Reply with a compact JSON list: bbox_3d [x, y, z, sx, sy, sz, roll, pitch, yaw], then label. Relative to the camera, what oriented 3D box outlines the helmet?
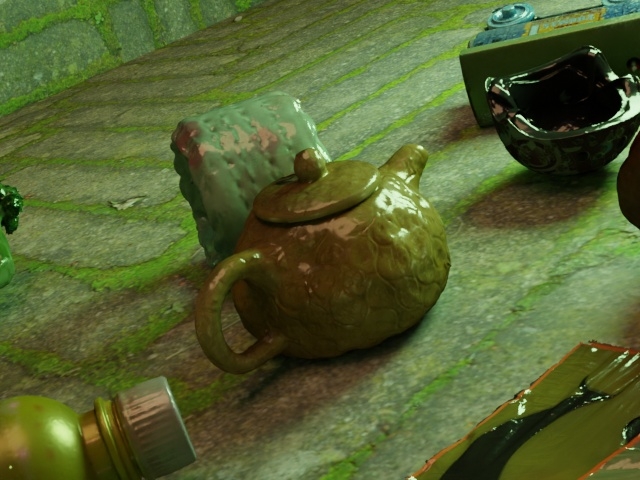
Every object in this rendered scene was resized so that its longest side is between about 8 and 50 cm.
[{"bbox_3d":[0.269,-0.125,1.067,0.153,0.107,0.177,-17,40,-6],"label":"helmet"}]

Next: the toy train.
[{"bbox_3d":[0.339,-0.253,1.304,0.299,0.131,0.202,-8,30,24],"label":"toy train"}]

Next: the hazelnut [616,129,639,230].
[{"bbox_3d":[0.349,-0.072,0.763,0.181,0.181,0.212,-59,22,-12],"label":"hazelnut"}]

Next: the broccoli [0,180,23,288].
[{"bbox_3d":[-0.501,0.014,1.176,0.245,0.265,0.294,17,61,15],"label":"broccoli"}]

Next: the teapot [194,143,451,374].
[{"bbox_3d":[0.000,0.000,0.874,0.203,0.167,0.311,7,32,46],"label":"teapot"}]

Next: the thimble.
[{"bbox_3d":[-0.075,-0.057,1.073,0.149,0.185,0.211,-21,-13,-13],"label":"thimble"}]

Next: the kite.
[{"bbox_3d":[0.202,0.148,0.569,0.327,0.013,0.377,-13,21,9],"label":"kite"}]

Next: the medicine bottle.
[{"bbox_3d":[-0.198,0.167,0.681,0.212,0.122,0.122,-21,21,-10],"label":"medicine bottle"}]
